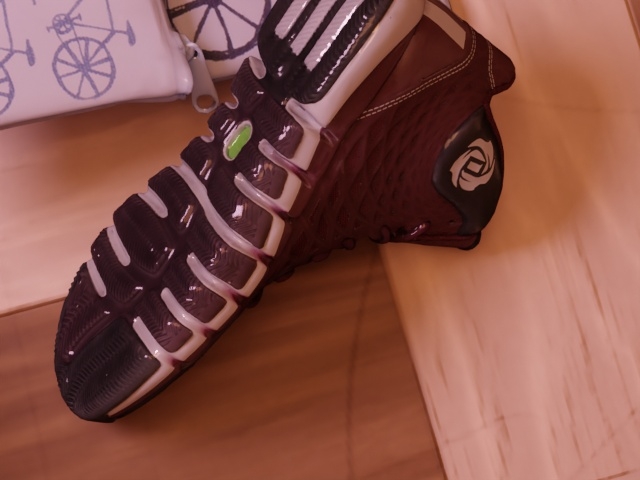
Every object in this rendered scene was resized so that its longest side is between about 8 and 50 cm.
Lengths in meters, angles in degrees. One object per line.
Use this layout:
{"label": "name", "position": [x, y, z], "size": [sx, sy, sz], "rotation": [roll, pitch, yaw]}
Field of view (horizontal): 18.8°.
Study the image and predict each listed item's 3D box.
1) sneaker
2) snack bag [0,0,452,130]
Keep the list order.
{"label": "sneaker", "position": [0.000, 0.000, 0.975], "size": [0.162, 0.106, 0.281], "rotation": [25, 112, -37]}
{"label": "snack bag", "position": [-0.112, -0.219, 0.991], "size": [0.342, 0.037, 0.323], "rotation": [-12, 81, -21]}
